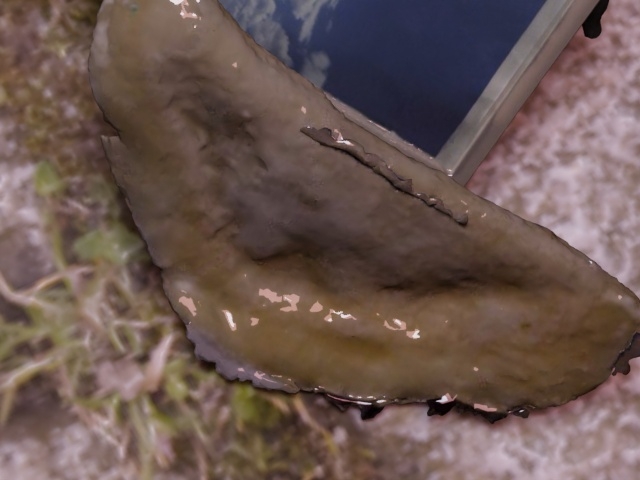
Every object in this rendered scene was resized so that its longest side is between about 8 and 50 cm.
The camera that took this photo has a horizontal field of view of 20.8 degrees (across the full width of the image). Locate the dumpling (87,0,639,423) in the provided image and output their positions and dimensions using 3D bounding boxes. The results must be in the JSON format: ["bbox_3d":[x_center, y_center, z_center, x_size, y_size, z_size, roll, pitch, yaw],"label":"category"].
[{"bbox_3d":[0.002,-0.004,0.905,0.332,0.166,0.086,36,27,-15],"label":"dumpling"}]

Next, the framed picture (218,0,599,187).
[{"bbox_3d":[0.015,-0.160,0.877,0.260,0.023,0.189,31,111,-10],"label":"framed picture"}]

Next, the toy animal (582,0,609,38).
[{"bbox_3d":[0.045,-0.187,0.943,0.269,0.137,0.082,32,73,-9],"label":"toy animal"}]
